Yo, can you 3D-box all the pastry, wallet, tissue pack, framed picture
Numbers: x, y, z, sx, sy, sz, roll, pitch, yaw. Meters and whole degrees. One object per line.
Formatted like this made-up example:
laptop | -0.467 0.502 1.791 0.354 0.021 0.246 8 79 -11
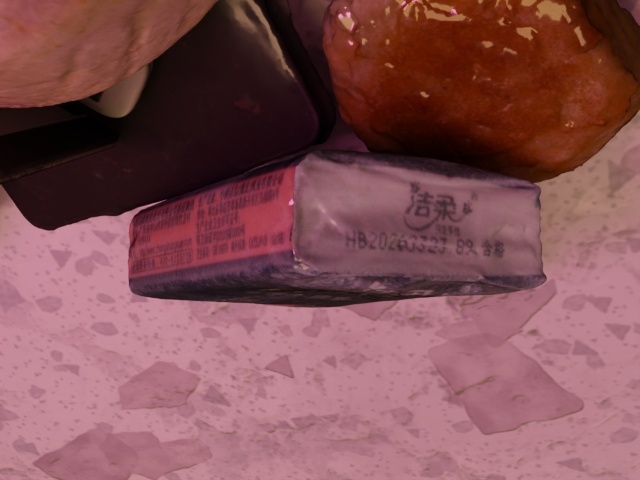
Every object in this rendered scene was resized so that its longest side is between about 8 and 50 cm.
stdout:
pastry | 0.127 -0.149 0.936 0.235 0.121 0.257 -25 127 35
wallet | -0.166 -0.120 1.027 0.377 0.051 0.197 -15 118 35
tissue pack | 0.000 0.000 0.977 0.228 0.103 0.315 3 173 -30
framed picture | -0.334 -0.155 0.897 0.347 0.265 0.016 33 103 0

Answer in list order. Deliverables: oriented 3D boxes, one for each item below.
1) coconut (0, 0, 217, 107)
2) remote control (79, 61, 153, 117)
coconut | -0.220 -0.276 0.726 0.344 0.415 0.415 -12 130 9
remote control | -0.272 -0.206 0.955 0.309 0.038 0.090 33 131 -1
